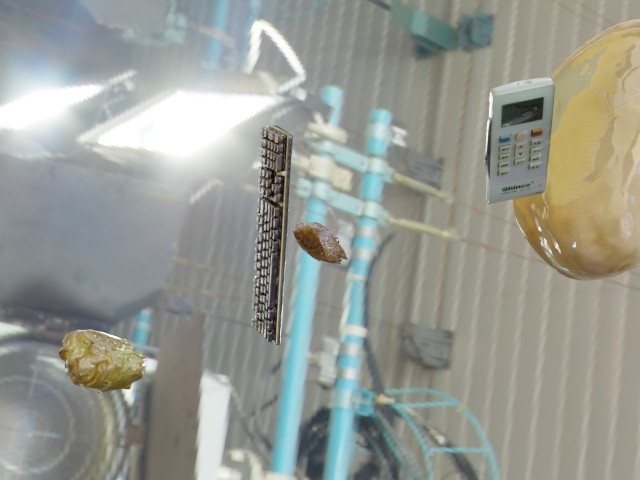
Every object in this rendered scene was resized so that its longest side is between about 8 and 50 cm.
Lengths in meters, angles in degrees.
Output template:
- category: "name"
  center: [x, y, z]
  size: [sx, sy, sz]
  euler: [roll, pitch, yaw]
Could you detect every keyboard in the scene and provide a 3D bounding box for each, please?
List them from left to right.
- category: "keyboard"
  center: [-0.073, -0.009, 1.756]
  size: [0.106, 0.027, 0.317]
  euler: [-144, -125, -68]

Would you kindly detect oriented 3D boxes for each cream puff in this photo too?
- category: "cream puff"
  center: [-0.215, 0.123, 1.172]
  size: [0.083, 0.083, 0.058]
  euler: [33, -75, 24]

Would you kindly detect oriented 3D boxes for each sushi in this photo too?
- category: "sushi"
  center: [0.000, 0.000, 1.844]
  size: [0.099, 0.047, 0.050]
  euler: [45, -45, 9]

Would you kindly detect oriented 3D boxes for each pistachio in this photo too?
- category: "pistachio"
  center: [0.354, -0.099, 1.401]
  size: [0.229, 0.238, 0.321]
  euler: [-63, 173, -67]

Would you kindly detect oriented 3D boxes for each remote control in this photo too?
- category: "remote control"
  center: [0.192, -0.096, 1.177]
  size: [0.065, 0.166, 0.029]
  euler: [-11, -129, -2]
